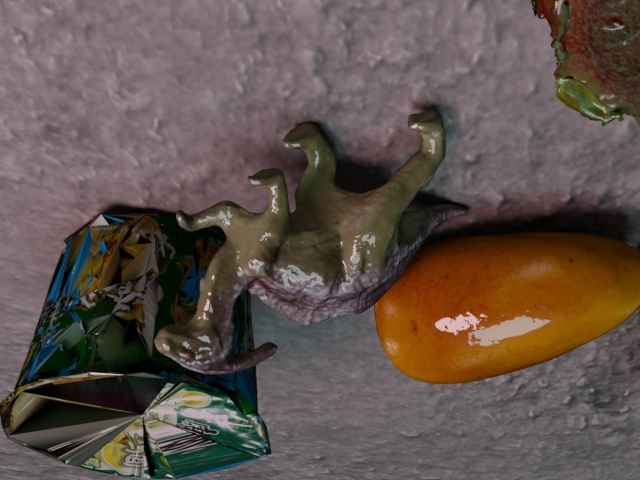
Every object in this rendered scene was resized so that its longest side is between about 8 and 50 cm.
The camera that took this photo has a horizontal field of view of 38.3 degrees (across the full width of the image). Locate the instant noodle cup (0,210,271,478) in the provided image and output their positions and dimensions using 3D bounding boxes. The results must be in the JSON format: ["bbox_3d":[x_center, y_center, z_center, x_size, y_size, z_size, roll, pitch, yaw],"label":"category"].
[{"bbox_3d":[-0.159,0.095,0.847,0.240,0.178,0.240,1,145,1],"label":"instant noodle cup"}]

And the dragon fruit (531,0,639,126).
[{"bbox_3d":[0.235,-0.168,0.509,0.268,0.130,0.295,4,144,-4],"label":"dragon fruit"}]

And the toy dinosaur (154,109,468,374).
[{"bbox_3d":[-0.004,-0.003,0.738,0.294,0.077,0.162,-20,122,-11],"label":"toy dinosaur"}]

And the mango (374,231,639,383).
[{"bbox_3d":[0.172,0.055,0.829,0.252,0.126,0.154,-12,154,16],"label":"mango"}]
